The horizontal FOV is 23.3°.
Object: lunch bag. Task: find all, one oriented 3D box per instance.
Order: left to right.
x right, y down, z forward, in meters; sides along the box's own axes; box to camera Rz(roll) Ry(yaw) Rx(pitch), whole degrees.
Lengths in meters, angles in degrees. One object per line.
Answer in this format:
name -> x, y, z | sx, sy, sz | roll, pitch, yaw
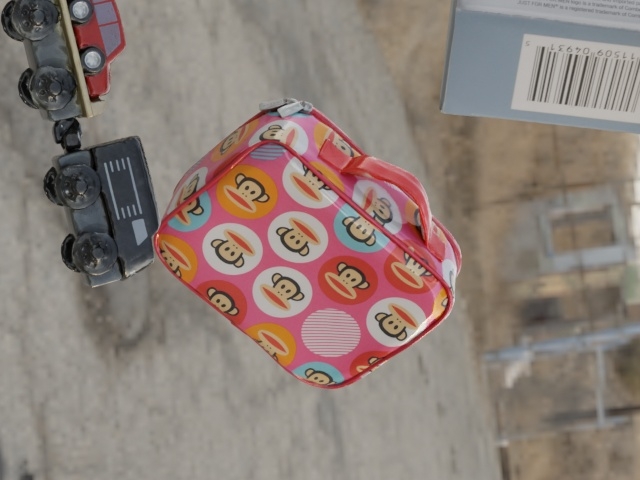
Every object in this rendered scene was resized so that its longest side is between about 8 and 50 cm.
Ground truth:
lunch bag -> 0.000, 0.000, 1.626 | 0.293, 0.258, 0.120 | 43, 33, -17

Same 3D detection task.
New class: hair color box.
hair color box -> 0.197, -0.257, 1.110 | 0.113, 0.185, 0.374 | 92, 6, -57

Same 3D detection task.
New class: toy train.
toy train -> -0.078, -0.064, 0.481 | 0.027, 0.036, 0.158 | -167, -117, -69
